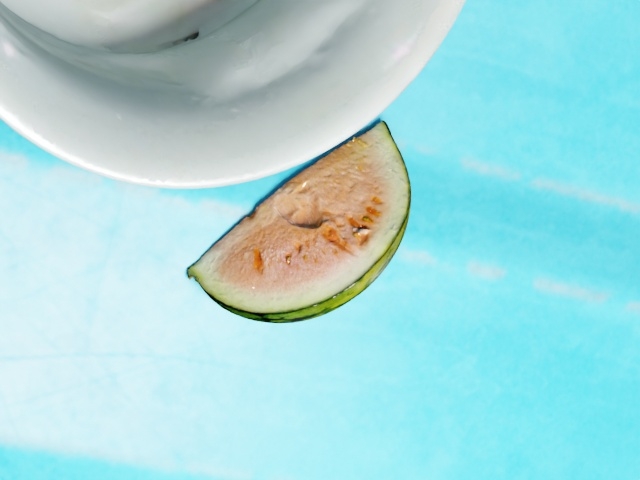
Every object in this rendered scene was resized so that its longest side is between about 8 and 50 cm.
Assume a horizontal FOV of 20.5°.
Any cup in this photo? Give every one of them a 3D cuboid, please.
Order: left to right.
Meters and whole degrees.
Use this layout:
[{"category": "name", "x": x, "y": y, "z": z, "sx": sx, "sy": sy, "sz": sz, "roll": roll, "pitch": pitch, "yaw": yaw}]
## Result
[{"category": "cup", "x": -0.086, "y": -0.214, "z": 0.957, "sx": 0.347, "sy": 0.163, "sz": 0.347, "roll": -11, "pitch": 112, "yaw": -28}]

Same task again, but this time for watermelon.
[{"category": "watermelon", "x": 0.006, "y": 0.010, "z": 1.132, "sx": 0.163, "sy": 0.087, "sz": 0.069, "roll": -37, "pitch": 151, "yaw": -10}]
